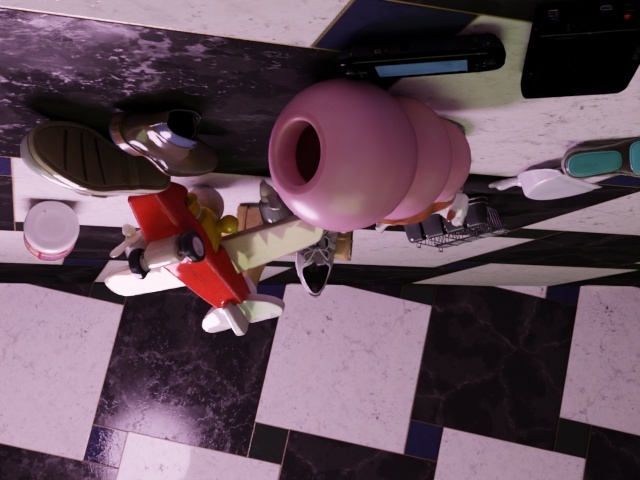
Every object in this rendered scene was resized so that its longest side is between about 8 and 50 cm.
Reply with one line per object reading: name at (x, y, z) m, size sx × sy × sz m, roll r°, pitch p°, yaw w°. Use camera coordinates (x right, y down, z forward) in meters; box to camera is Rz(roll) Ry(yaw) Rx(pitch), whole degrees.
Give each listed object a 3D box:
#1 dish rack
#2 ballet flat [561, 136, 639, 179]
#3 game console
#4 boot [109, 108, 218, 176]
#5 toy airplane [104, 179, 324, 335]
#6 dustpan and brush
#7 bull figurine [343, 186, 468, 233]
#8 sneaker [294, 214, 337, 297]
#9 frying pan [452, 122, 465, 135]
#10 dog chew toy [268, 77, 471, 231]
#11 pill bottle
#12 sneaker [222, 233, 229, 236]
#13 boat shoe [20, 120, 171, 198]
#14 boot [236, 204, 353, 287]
dish rack at (0.332, -0.033, 1.976) m, size 0.208 × 0.074 × 0.271 m, roll -14°, pitch 169°, yaw 26°
ballet flat at (0.527, -0.146, 1.437) m, size 0.213 × 0.072 × 0.068 m, roll -2°, pitch -162°, yaw 15°
game console at (0.204, -0.217, 1.008) m, size 0.361 × 0.044 × 0.213 m, roll -2°, pitch 170°, yaw 10°
boot at (-0.210, -0.149, 1.285) m, size 0.106 × 0.082 × 0.219 m, roll -4°, pitch 168°, yaw 35°
toy airplane at (-0.224, 0.017, 1.697) m, size 0.386 × 0.272 × 0.384 m, roll 9°, pitch 143°, yaw -18°
dustpan and brush at (0.424, -0.114, 1.640) m, size 0.147 × 0.060 × 0.211 m, roll 10°, pitch 159°, yaw -43°
bull figurine at (0.150, -0.074, 1.663) m, size 0.310 × 0.101 × 0.188 m, roll 9°, pitch 158°, yaw -36°
sneaker at (0.000, 0.000, 1.763) m, size 0.105 × 0.115 × 0.281 m, roll -6°, pitch 131°, yaw -6°
frying pan at (0.152, -0.147, 1.435) m, size 0.197 × 0.053 × 0.326 m, roll -1°, pitch 167°, yaw 11°
dog chew toy at (0.089, -0.117, 1.171) m, size 0.331 × 0.207 × 0.206 m, roll -2°, pitch 174°, yaw -43°
pill bottle at (-0.633, -0.015, 1.943) m, size 0.121 × 0.121 × 0.221 m, roll 3°, pitch 170°, yaw -19°
sneaker at (-0.279, 0.006, 2.193) m, size 0.225 × 0.088 × 0.092 m, roll -3°, pitch 171°, yaw 18°
boat shoe at (-0.381, -0.117, 1.367) m, size 0.103 × 0.113 × 0.302 m, roll -12°, pitch 167°, yaw 28°
boot at (-0.062, 0.028, 1.911) m, size 0.269 × 0.236 × 0.089 m, roll 2°, pitch -175°, yaw 5°
